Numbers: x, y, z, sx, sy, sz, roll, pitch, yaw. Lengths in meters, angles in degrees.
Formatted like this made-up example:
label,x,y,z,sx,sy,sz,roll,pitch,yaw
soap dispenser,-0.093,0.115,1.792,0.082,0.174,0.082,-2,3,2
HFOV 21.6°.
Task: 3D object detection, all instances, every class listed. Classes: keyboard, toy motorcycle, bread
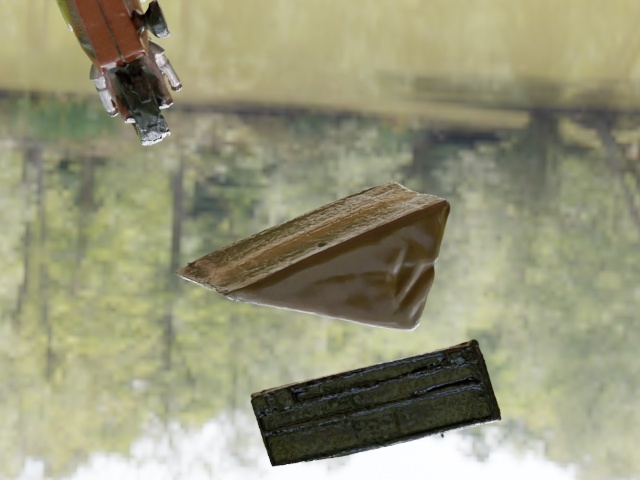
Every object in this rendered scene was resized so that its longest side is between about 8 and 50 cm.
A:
label,x,y,z,sx,sy,sz,roll,pitch,yaw
keyboard,0.050,0.162,1.613,0.250,0.087,0.017,-16,-174,25
toy motorcycle,-0.212,-0.238,1.634,0.089,0.298,0.171,-23,-154,-7
bread,-0.004,-0.001,0.996,0.139,0.084,0.074,11,-173,-31
